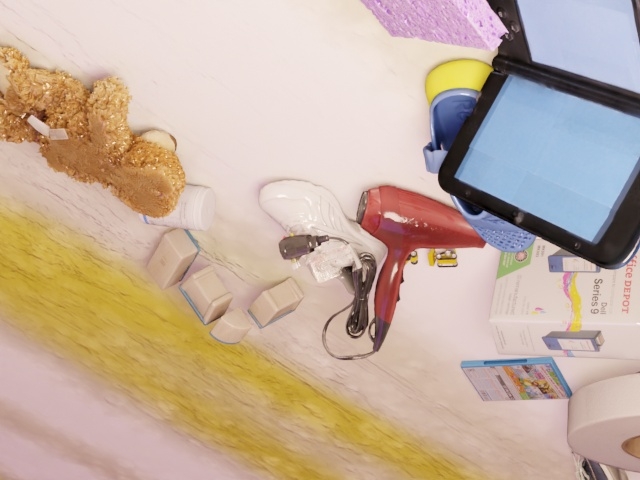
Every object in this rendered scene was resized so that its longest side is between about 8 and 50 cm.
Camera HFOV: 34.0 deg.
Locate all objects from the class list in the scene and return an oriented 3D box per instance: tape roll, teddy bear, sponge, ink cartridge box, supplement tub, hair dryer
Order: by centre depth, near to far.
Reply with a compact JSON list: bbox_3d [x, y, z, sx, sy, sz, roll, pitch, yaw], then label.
[{"bbox_3d":[0.104,-0.264,1.139,0.117,0.031,0.210,43,173,-30],"label":"sponge"},{"bbox_3d":[0.360,0.081,1.490,0.212,0.154,0.093,1,140,23],"label":"ink cartridge box"},{"bbox_3d":[-0.338,-0.163,1.516,0.337,0.113,0.245,19,138,10],"label":"teddy bear"},{"bbox_3d":[0.104,0.028,1.520,0.293,0.080,0.224,-24,112,9],"label":"hair dryer"},{"bbox_3d":[-0.224,-0.054,1.625,0.107,0.071,0.071,7,144,13],"label":"supplement tub"},{"bbox_3d":[0.595,0.307,1.701,0.391,0.072,0.392,6,155,3],"label":"tape roll"}]

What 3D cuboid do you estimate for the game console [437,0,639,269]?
[{"bbox_3d":[0.234,-0.153,1.082,0.293,0.173,0.250,31,154,48],"label":"game console"}]

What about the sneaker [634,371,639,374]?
[{"bbox_3d":[0.574,0.227,1.697,0.135,0.052,0.058,8,138,-3],"label":"sneaker"}]

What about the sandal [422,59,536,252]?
[{"bbox_3d":[0.204,-0.078,1.358,0.126,0.138,0.317,-8,140,27],"label":"sandal"}]

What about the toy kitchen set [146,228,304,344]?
[{"bbox_3d":[-0.160,0.068,1.775,0.207,0.166,0.122,54,144,11],"label":"toy kitchen set"}]

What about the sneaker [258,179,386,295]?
[{"bbox_3d":[0.000,0.000,1.564,0.232,0.115,0.090,33,142,-21],"label":"sneaker"}]

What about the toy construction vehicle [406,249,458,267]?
[{"bbox_3d":[0.156,0.005,1.582,0.098,0.035,0.086,-3,142,13],"label":"toy construction vehicle"}]

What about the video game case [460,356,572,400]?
[{"bbox_3d":[0.344,0.245,1.841,0.166,0.015,0.119,-7,138,30],"label":"video game case"}]

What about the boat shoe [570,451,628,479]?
[{"bbox_3d":[0.523,0.441,1.969,0.079,0.095,0.254,-15,144,21],"label":"boat shoe"}]
